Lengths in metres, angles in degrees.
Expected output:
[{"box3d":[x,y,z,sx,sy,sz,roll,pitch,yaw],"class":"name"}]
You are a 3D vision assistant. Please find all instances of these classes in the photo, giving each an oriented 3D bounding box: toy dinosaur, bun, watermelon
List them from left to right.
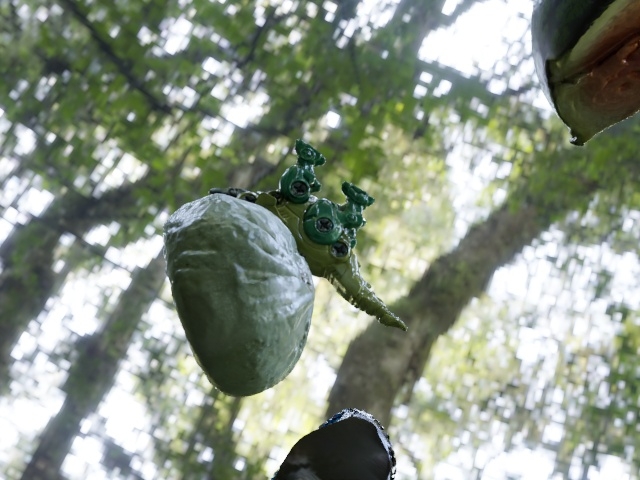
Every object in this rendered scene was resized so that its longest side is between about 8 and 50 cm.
[{"box3d":[-0.066,0.044,1.363,0.118,0.195,0.195,-19,-53,2],"class":"bun"},{"box3d":[0.000,0.000,1.590,0.259,0.153,0.094,31,-26,10],"class":"toy dinosaur"},{"box3d":[0.261,-0.203,1.050,0.303,0.128,0.159,-33,-88,18],"class":"watermelon"}]

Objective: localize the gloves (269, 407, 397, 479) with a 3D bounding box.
[{"box3d":[0.014,0.281,1.305,0.135,0.210,0.312,-1,-47,12],"class":"gloves"}]
